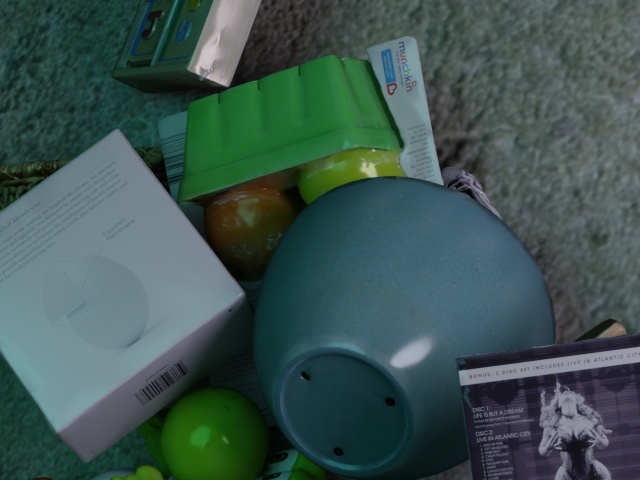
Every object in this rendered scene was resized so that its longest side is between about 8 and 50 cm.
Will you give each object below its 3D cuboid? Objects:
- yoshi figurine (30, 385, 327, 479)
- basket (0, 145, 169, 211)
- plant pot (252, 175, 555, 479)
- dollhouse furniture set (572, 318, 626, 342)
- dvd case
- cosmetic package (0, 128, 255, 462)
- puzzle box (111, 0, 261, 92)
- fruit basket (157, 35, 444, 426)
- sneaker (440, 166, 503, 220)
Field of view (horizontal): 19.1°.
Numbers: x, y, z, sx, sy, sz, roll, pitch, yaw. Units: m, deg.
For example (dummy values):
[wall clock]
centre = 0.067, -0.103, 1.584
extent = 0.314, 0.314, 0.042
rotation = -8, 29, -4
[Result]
[yoshi figurine]
centre = -0.176, 0.246, 1.945
extent = 0.362, 0.203, 0.204
rotation = -18, 60, 21
[basket]
centre = -0.339, -0.016, 2.102
extent = 0.299, 0.213, 0.223
rotation = -4, 74, 29
[plant pot]
centre = 0.053, 0.111, 1.764
extent = 0.290, 0.195, 0.290
rotation = 10, 119, 19
[dollhouse furniture set]
centre = 0.306, 0.244, 1.632
extent = 0.394, 0.256, 0.362
rotation = -35, 86, 3
[dvd case]
centre = 0.203, 0.191, 1.505
extent = 0.164, 0.018, 0.221
rotation = -8, 89, 6
[cosmetic package]
centre = -0.215, 0.055, 1.871
extent = 0.224, 0.138, 0.225
rotation = -36, 71, -6
[puzzle box]
centre = -0.100, -0.358, 2.081
extent = 0.272, 0.052, 0.409
rotation = 6, 75, 66
[fruit basket]
centre = 0.000, 0.000, 1.961
extent = 0.327, 0.165, 0.353
rotation = -17, 87, 31
[sneaker]
centre = 0.143, -0.046, 1.919
extent = 0.038, 0.069, 0.098
rotation = -47, 58, 9
